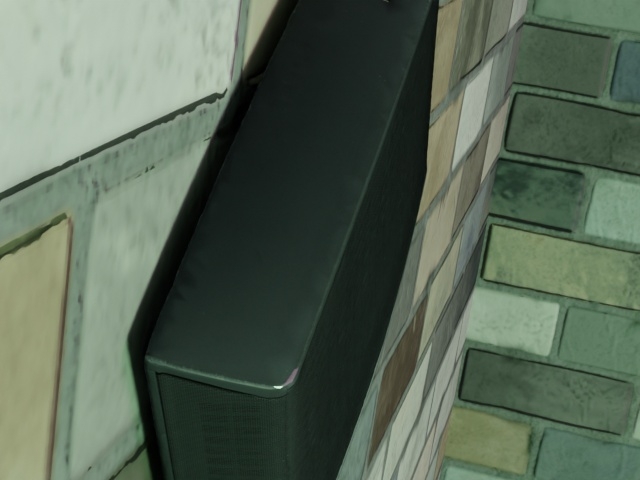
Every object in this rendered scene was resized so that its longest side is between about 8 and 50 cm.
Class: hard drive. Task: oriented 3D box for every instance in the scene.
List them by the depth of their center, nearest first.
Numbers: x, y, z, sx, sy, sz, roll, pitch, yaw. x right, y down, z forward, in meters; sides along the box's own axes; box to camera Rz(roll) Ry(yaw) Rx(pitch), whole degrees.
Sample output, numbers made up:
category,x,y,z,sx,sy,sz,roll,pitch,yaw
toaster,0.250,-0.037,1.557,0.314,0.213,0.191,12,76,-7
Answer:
category,x,y,z,sx,sy,sz,roll,pitch,yaw
hard drive,0.000,0.000,0.534,0.172,0.054,0.254,90,16,-48
